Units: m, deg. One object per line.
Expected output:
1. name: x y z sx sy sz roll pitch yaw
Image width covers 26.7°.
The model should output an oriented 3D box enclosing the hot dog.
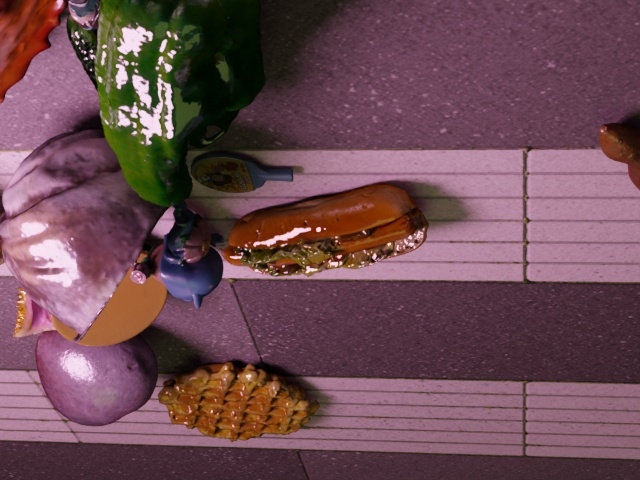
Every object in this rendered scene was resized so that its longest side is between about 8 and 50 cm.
1. hot dog: 0.000 0.000 2.066 0.337 0.100 0.135 -11 148 25

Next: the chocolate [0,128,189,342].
1. chocolate: -0.346 -0.033 1.914 0.213 0.303 0.303 34 144 -9

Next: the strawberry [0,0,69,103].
1. strawberry: -0.440 -0.259 1.615 0.149 0.265 0.336 49 118 4

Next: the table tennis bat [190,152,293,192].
1. table tennis bat: -0.116 -0.099 1.995 0.155 0.019 0.100 3 150 8

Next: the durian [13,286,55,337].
1. durian: -0.423 0.096 2.275 0.182 0.132 0.165 -26 159 12

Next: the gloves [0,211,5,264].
1. gloves: -0.612 0.000 2.071 0.203 0.155 0.356 14 180 32

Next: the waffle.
1. waffle: -0.172 0.325 2.703 0.302 0.068 0.325 -16 142 32

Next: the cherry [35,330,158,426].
1. cherry: -0.407 0.240 2.472 0.213 0.183 0.266 -31 123 26

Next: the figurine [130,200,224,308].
1. figurine: -0.228 0.016 2.123 0.144 0.114 0.178 -1 133 2

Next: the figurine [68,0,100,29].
1. figurine: -0.278 -0.287 1.599 0.047 0.060 0.106 -8 176 -1

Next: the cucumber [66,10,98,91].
1. cucumber: -0.266 -0.219 1.750 0.074 0.074 0.241 -6 147 19

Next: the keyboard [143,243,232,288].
1. keyboard: -0.303 0.029 2.226 0.103 0.041 0.381 -23 140 39

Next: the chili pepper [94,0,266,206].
1. chili pepper: -0.163 -0.191 1.646 0.213 0.167 0.385 -12 146 -14

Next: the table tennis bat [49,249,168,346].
1. table tennis bat: -0.343 0.051 2.163 0.198 0.050 0.321 -12 132 -16

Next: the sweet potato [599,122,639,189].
1. sweet potato: 0.445 -0.108 1.853 0.065 0.051 0.218 -20 143 31
